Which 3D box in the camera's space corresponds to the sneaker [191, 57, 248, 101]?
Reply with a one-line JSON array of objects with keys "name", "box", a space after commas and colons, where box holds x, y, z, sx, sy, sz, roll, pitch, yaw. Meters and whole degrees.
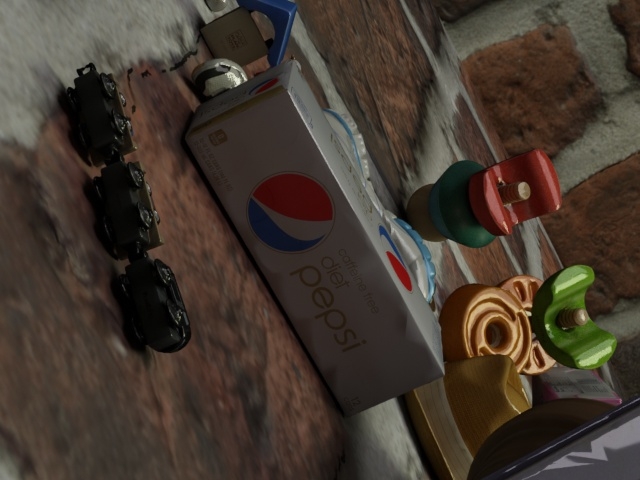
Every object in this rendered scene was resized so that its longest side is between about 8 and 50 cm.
[{"name": "sneaker", "box": [-0.056, -0.088, 0.976, 0.083, 0.032, 0.037, 45, 23, -55]}]

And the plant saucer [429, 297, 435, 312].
[{"name": "plant saucer", "box": [0.079, 0.030, 1.334, 0.083, 0.015, 0.083, 59, 13, -23]}]

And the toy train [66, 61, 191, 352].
[{"name": "toy train", "box": [-0.091, -0.017, 0.706, 0.036, 0.027, 0.158, 47, 21, -63]}]

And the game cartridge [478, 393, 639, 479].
[{"name": "game cartridge", "box": [0.188, 0.206, 0.801, 0.068, 0.355, 0.230, -23, -90, 62]}]

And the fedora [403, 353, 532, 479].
[{"name": "fedora", "box": [0.131, 0.144, 1.178, 0.194, 0.079, 0.194, 58, 14, -24]}]

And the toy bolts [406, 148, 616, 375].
[{"name": "toy bolts", "box": [0.147, 0.038, 1.447, 0.218, 0.158, 0.228, -17, 92, -37]}]

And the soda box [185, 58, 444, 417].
[{"name": "soda box", "box": [0.000, 0.000, 0.934, 0.216, 0.074, 0.069, 61, 13, -19]}]

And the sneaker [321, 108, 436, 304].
[{"name": "sneaker", "box": [0.015, -0.020, 1.078, 0.190, 0.071, 0.083, 60, 17, 21]}]

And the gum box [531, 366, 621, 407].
[{"name": "gum box", "box": [0.249, 0.192, 1.450, 0.188, 0.062, 0.107, -81, 170, -85]}]

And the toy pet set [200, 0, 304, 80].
[{"name": "toy pet set", "box": [-0.048, -0.169, 1.088, 0.122, 0.065, 0.114, 61, 13, -12]}]

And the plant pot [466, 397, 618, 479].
[{"name": "plant pot", "box": [0.158, 0.228, 0.940, 0.110, 0.237, 0.237, -19, 82, -37]}]
